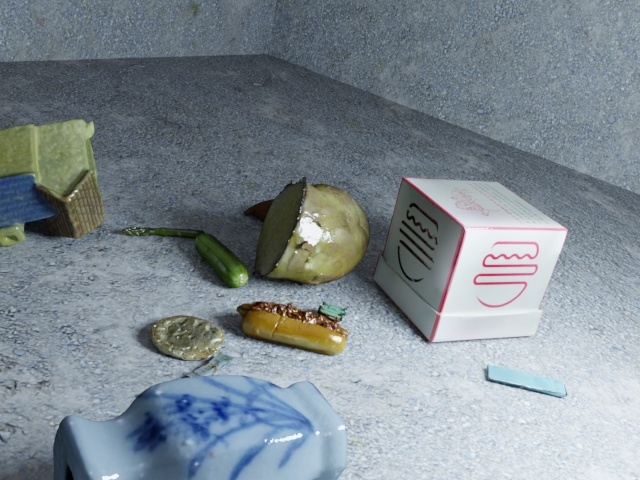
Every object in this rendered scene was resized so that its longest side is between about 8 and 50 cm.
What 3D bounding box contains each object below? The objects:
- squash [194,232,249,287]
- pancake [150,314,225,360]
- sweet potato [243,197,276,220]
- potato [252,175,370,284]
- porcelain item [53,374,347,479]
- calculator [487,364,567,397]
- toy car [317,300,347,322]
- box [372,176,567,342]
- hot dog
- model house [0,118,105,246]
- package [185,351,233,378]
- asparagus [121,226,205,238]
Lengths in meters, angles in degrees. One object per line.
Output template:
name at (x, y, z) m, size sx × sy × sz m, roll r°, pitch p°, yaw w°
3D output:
squash at (-0.240, 0.047, 1.841) m, size 0.066 × 0.066 × 0.229 m, roll -5°, pitch 29°, yaw -34°
pancake at (-0.269, 0.196, 1.543) m, size 0.152 × 0.025 × 0.151 m, roll 11°, pitch 23°, yaw -5°
sweet potato at (-0.060, -0.054, 2.106) m, size 0.355 × 0.095 × 0.106 m, roll 25°, pitch 68°, yaw 34°
potato at (0.000, 0.000, 1.867) m, size 0.237 × 0.288 × 0.301 m, roll 23°, pitch -11°, yaw -18°
porcelain item at (-0.169, 0.320, 1.129) m, size 0.405 × 0.178 × 0.242 m, roll -5°, pitch 29°, yaw -32°
calculator at (0.447, 0.305, 1.653) m, size 0.172 × 0.018 × 0.057 m, roll 13°, pitch 23°, yaw 1°
toy car at (0.025, 0.164, 1.701) m, size 0.059 × 0.035 × 0.122 m, roll 18°, pitch 8°, yaw 6°
box at (0.354, 0.039, 1.849) m, size 0.313 × 0.299 × 0.314 m, roll 1°, pitch 26°, yaw -26°
hot dog at (-0.062, 0.178, 1.621) m, size 0.249 × 0.076 × 0.102 m, roll 14°, pitch 28°, yaw 2°
model house at (-0.678, -0.109, 1.834) m, size 0.321 × 0.261 × 0.266 m, roll -13°, pitch 56°, yaw -13°
package at (-0.213, 0.247, 1.471) m, size 0.037 × 0.015 × 0.110 m, roll 28°, pitch 29°, yaw 20°
asparagus at (-0.393, -0.019, 1.958) m, size 0.236 × 0.027 × 0.034 m, roll 3°, pitch 15°, yaw -20°
